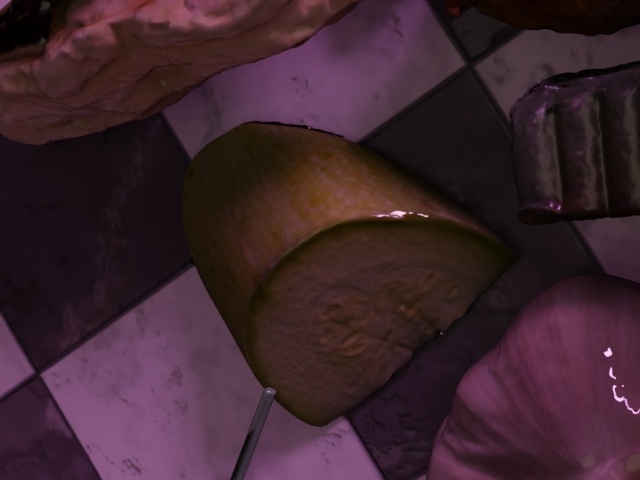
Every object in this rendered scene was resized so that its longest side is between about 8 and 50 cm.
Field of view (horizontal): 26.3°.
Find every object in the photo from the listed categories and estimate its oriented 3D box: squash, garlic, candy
[{"bbox_3d":[0.000,0.000,1.114,0.204,0.155,0.237,35,115,-24],"label":"squash"},{"bbox_3d":[0.223,0.182,0.941,0.322,0.241,0.322,20,124,34],"label":"garlic"},{"bbox_3d":[-0.090,0.245,1.152,0.084,0.078,0.287,16,111,-6],"label":"candy"}]

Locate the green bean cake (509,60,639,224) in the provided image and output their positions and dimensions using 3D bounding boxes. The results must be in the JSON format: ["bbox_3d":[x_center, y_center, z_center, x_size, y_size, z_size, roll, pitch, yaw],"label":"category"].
[{"bbox_3d":[0.228,-0.076,0.900,0.173,0.181,0.094,-7,99,34],"label":"green bean cake"}]

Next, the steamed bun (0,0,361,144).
[{"bbox_3d":[-0.163,-0.229,1.029,0.428,0.189,0.247,-13,77,39],"label":"steamed bun"}]

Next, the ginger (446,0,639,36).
[{"bbox_3d":[0.192,-0.283,0.907,0.274,0.152,0.357,42,111,13],"label":"ginger"}]
